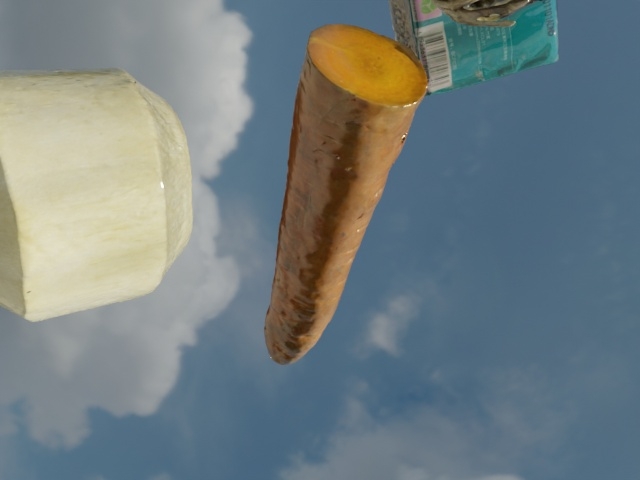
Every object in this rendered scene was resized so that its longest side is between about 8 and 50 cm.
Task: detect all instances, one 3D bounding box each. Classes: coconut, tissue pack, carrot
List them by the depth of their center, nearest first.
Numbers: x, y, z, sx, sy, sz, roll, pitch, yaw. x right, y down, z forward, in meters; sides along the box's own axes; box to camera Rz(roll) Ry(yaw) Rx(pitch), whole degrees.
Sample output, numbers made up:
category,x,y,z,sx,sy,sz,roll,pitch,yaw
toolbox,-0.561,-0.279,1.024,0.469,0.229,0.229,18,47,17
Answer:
category,x,y,z,sx,sy,sz,roll,pitch,yaw
carrot,0.000,0.000,0.447,0.057,0.057,0.224,48,-38,30
tissue pack,0.111,-0.211,0.661,0.082,0.120,0.169,-112,-173,-59
coconut,-0.219,-0.038,0.696,0.202,0.222,0.202,31,-54,57

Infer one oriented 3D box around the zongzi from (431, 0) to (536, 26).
category,x,y,z,sx,sy,sz,roll,pitch,yaw
zongzi,0.100,-0.192,0.363,0.195,0.197,0.099,-35,-112,14
